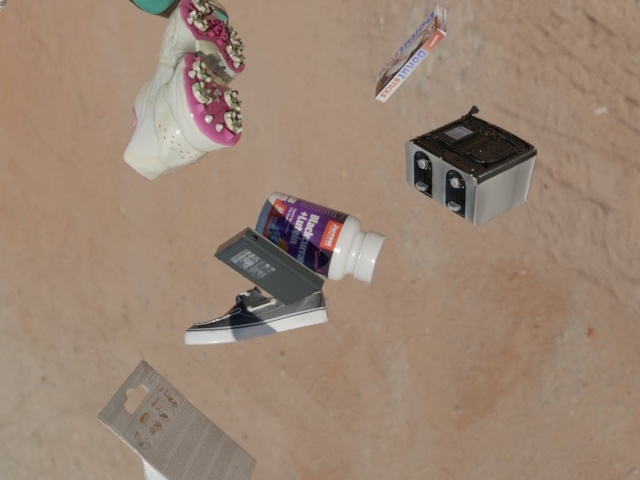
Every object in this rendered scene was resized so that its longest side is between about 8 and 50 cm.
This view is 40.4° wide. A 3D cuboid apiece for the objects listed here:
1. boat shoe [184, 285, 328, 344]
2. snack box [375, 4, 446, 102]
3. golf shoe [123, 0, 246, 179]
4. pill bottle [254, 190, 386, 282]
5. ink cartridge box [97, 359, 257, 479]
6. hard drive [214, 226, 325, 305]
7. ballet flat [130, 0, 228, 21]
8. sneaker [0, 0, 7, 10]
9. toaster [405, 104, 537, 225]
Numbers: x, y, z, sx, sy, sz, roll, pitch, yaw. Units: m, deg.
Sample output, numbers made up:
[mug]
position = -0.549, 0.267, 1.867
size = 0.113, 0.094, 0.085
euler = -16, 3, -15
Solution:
[boat shoe]
position = -0.134, 0.145, 1.775
size = 0.108, 0.301, 0.102
euler = 158, 100, -78
[snack box]
position = 0.149, -0.307, 1.446
size = 0.178, 0.022, 0.064
euler = -45, 29, 44
[golf shoe]
position = -0.167, -0.186, 1.026
size = 0.140, 0.115, 0.306
euler = -33, 31, 21
[pill bottle]
position = 0.000, 0.000, 1.371
size = 0.193, 0.108, 0.108
euler = 18, 124, 9
[ink cartridge box]
position = -0.202, 0.294, 1.208
size = 0.232, 0.189, 0.066
euler = 39, 107, -4
[hard drive]
position = -0.072, 0.039, 1.223
size = 0.135, 0.022, 0.094
euler = 36, 145, -18
[ballet flat]
position = -0.305, -0.496, 1.724
size = 0.107, 0.316, 0.106
euler = -39, 64, 14
[sneaker]
position = -0.405, -0.324, 1.103
size = 0.134, 0.051, 0.070
euler = 5, 149, 26
[toaster]
position = 0.256, -0.126, 1.465
size = 0.168, 0.185, 0.110
euler = 36, 140, 38
